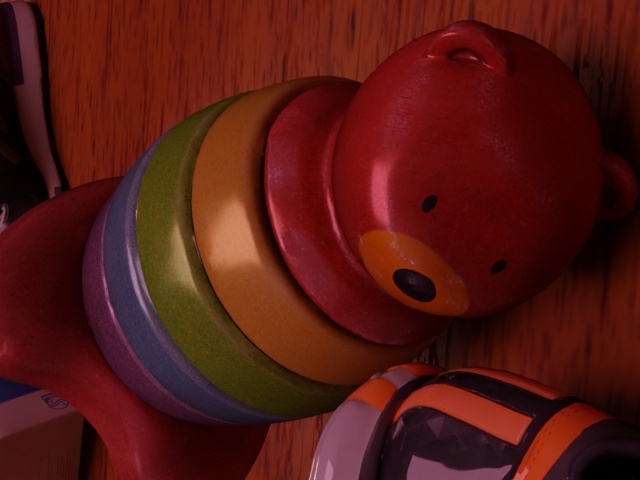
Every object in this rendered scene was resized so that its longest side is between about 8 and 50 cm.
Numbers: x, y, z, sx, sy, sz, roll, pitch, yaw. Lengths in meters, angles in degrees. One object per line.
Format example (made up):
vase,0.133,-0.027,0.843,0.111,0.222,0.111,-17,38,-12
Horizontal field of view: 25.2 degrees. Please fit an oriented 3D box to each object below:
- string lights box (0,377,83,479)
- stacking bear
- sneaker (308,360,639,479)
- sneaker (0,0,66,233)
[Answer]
string lights box,-0.292,0.122,1.152,0.259,0.076,0.133,38,131,37
stacking bear,0.000,0.000,0.635,0.289,0.175,0.164,-25,24,46
sneaker,0.079,0.212,0.519,0.180,0.124,0.321,8,105,48
sneaker,-0.285,-0.064,1.158,0.107,0.124,0.283,-43,54,53
